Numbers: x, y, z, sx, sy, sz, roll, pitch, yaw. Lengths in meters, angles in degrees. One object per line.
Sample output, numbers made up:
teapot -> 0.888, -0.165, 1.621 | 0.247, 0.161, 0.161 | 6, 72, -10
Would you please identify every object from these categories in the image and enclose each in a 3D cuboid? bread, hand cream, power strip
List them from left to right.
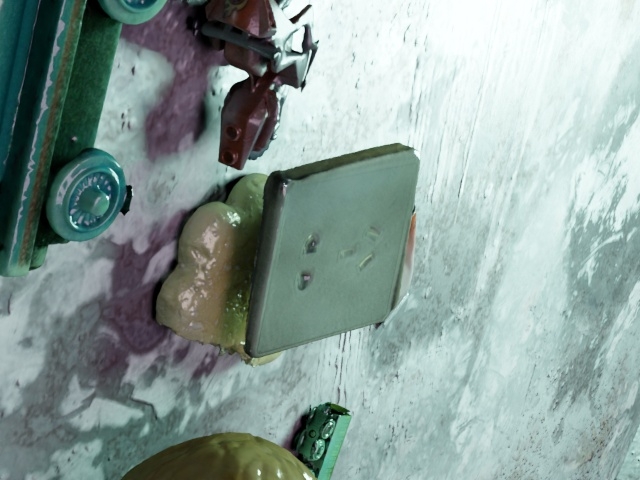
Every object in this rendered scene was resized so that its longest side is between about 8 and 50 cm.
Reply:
bread -> -0.067, 0.028, 1.433 | 0.182, 0.039, 0.251 | -66, 152, -4
power strip -> 0.000, 0.000, 1.422 | 0.213, 0.064, 0.198 | -14, 121, -45
hand cream -> 0.090, 0.016, 1.718 | 0.052, 0.038, 0.216 | -22, 139, -18

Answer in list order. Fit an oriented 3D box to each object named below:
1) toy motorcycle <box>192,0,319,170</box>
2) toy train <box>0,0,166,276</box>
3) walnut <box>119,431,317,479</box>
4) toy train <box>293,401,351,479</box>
toy motorcycle -> -0.060, -0.157, 1.266 | 0.118, 0.084, 0.212 | -44, 150, -53
toy train -> -0.214, -0.118, 0.991 | 0.194, 0.120, 0.298 | -5, 114, -52
walnut -> -0.104, 0.333, 1.360 | 0.277, 0.252, 0.313 | 44, 61, -61
toy train -> -0.008, 0.258, 1.707 | 0.071, 0.038, 0.148 | 9, 101, -65
